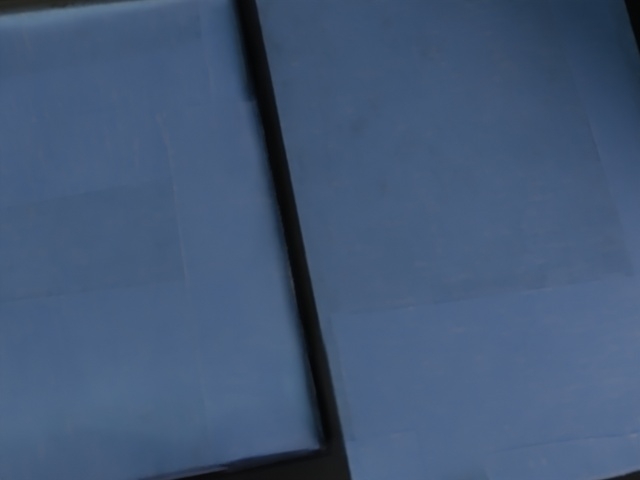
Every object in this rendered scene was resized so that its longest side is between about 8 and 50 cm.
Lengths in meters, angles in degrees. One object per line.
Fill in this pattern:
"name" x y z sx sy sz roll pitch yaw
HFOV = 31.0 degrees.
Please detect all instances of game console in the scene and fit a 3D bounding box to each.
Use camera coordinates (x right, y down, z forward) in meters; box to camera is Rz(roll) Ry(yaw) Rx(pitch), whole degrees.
"game console" -0.008 -0.010 0.417 0.341 0.060 0.387 -8 76 -16
